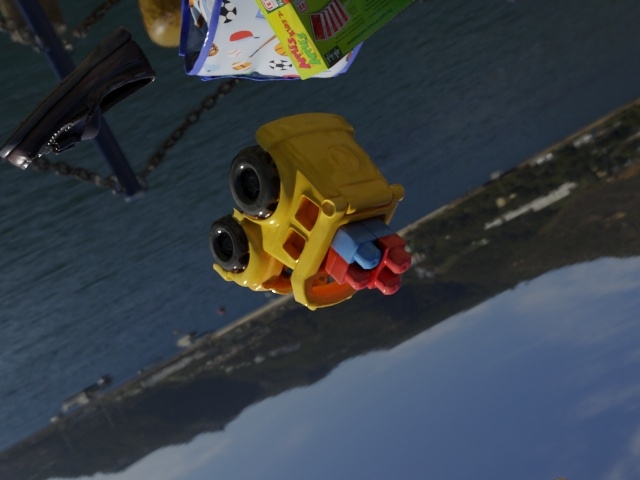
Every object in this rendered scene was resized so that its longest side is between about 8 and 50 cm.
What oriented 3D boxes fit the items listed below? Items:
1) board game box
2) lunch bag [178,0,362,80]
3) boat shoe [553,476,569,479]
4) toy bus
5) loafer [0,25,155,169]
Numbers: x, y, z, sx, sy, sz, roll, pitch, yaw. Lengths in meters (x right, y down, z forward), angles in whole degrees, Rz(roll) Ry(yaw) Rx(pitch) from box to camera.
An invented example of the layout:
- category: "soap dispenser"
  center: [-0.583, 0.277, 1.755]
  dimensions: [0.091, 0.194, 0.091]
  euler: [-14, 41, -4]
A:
- category: "board game box"
  center: [0.028, -0.240, 0.760]
  dimensions: [0.181, 0.092, 0.043]
  euler: [-44, -158, -31]
- category: "lunch bag"
  center: [-0.076, -0.460, 1.476]
  dimensions: [0.327, 0.239, 0.386]
  euler: [-5, 142, -21]
- category: "boat shoe"
  center: [0.379, 0.473, 1.277]
  dimensions: [0.098, 0.096, 0.277]
  euler: [-4, 131, -4]
- category: "toy bus"
  center: [0.000, 0.000, 0.905]
  dimensions: [0.149, 0.211, 0.220]
  euler: [-16, 143, -43]
- category: "loafer"
  center: [-0.328, -0.193, 1.139]
  dimensions: [0.109, 0.095, 0.303]
  euler: [-27, -153, 41]
